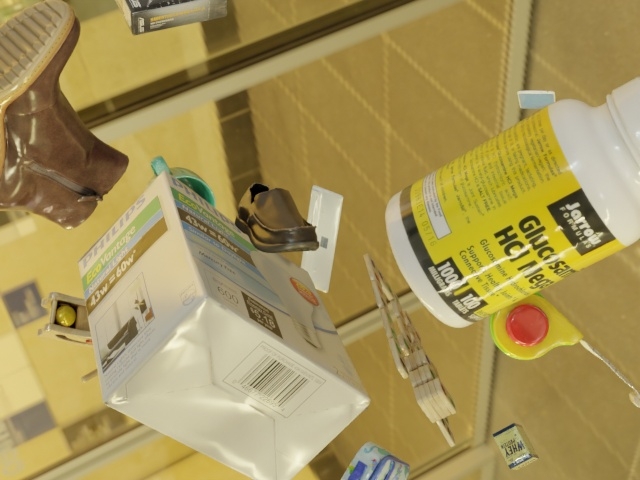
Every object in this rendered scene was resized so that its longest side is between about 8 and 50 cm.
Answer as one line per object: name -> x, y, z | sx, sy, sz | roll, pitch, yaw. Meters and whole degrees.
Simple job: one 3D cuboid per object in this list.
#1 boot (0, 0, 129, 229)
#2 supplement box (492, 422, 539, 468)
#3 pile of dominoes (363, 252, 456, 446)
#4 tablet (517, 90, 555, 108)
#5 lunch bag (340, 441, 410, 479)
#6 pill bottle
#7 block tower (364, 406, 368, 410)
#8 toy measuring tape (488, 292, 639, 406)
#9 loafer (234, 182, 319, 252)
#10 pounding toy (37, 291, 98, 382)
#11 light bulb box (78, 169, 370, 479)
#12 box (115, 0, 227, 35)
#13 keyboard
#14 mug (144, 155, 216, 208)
boot -> -0.287, -0.129, 1.126 | 0.207, 0.248, 0.090 | 22, -155, -51
supplement box -> 0.427, 0.450, 2.257 | 0.083, 0.056, 0.083 | 64, -166, 22
pile of dominoes -> 0.142, 0.152, 1.494 | 0.196, 0.040, 0.251 | 54, -165, -40
tablet -> 0.324, -0.211, 1.548 | 0.083, 0.054, 0.006 | 31, -118, -74
lunch bag -> 0.093, 0.547, 2.212 | 0.090, 0.219, 0.176 | 28, 171, 32
pill bottle -> 0.258, -0.046, 1.214 | 0.188, 0.334, 0.188 | 44, -152, -31
block tower -> -0.034, 0.376, 2.206 | 0.097, 0.335, 0.091 | -27, 81, 35
toy measuring tape -> 0.380, 0.183, 1.704 | 0.330, 0.121, 0.121 | 44, 160, 3
loafer -> -0.069, -0.035, 1.473 | 0.220, 0.080, 0.078 | 27, 117, 59
pounding toy -> -0.444, 0.204, 2.089 | 0.154, 0.269, 0.155 | -12, 67, 44
light bulb box -> -0.159, 0.138, 1.614 | 0.358, 0.225, 0.361 | 37, -165, -35
box -> -0.296, -0.486, 1.902 | 0.056, 0.183, 0.231 | 99, 148, -52
keyboard -> 0.000, 0.000, 2.225 | 0.072, 0.014, 0.256 | 18, 126, 14
mug -> -0.274, -0.088, 1.985 | 0.097, 0.129, 0.158 | -140, 54, -60
